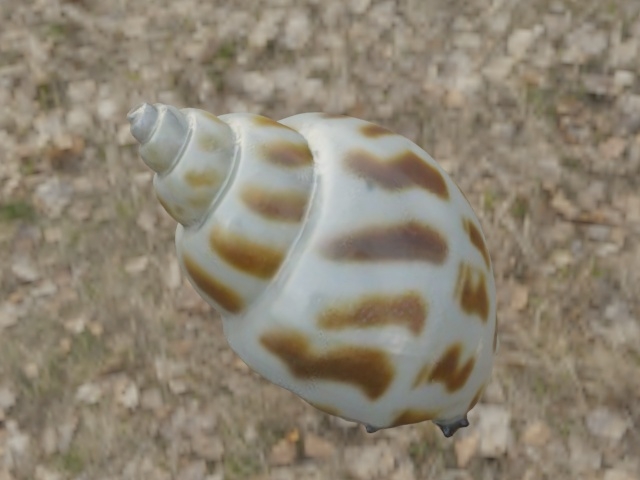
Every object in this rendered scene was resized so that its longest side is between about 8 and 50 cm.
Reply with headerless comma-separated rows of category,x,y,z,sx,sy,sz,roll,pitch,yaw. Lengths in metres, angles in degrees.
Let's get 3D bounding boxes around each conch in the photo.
conch,0.000,0.000,1.121,0.275,0.149,0.183,16,32,-8
